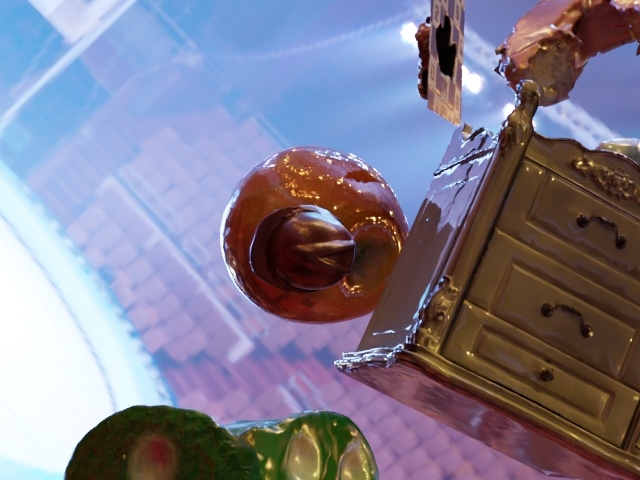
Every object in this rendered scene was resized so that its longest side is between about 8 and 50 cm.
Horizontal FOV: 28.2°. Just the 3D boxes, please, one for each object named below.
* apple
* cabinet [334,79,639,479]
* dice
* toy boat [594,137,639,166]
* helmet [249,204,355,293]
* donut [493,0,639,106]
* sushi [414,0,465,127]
[{"bbox_3d":[0.000,0.000,1.656,0.253,0.253,0.253,46,2,-2],"label":"apple"},{"bbox_3d":[0.233,0.052,1.345,0.290,0.318,0.227,28,-14,-10],"label":"cabinet"},{"bbox_3d":[-0.049,0.148,0.653,0.128,0.131,0.120,24,62,-57],"label":"dice"},{"bbox_3d":[0.521,-0.096,1.692,0.330,0.123,0.215,12,0,-34],"label":"toy boat"},{"bbox_3d":[-0.006,0.014,1.239,0.111,0.089,0.057,3,11,-31],"label":"helmet"},{"bbox_3d":[0.307,-0.222,1.347,0.085,0.232,0.199,58,40,-25],"label":"donut"},{"bbox_3d":[0.155,-0.257,1.746,0.040,0.193,0.210,2,1,18],"label":"sushi"}]
